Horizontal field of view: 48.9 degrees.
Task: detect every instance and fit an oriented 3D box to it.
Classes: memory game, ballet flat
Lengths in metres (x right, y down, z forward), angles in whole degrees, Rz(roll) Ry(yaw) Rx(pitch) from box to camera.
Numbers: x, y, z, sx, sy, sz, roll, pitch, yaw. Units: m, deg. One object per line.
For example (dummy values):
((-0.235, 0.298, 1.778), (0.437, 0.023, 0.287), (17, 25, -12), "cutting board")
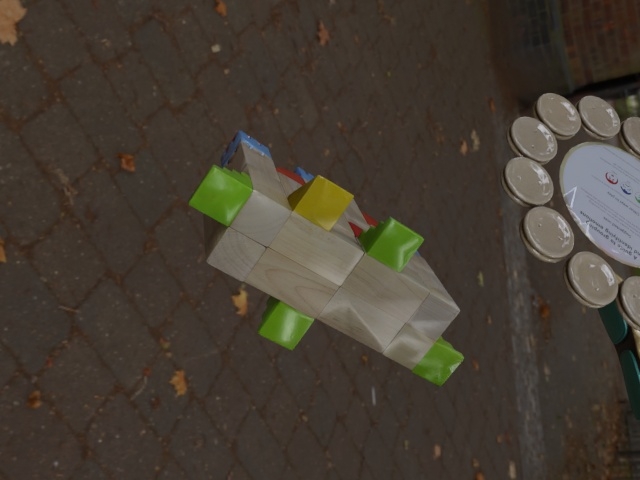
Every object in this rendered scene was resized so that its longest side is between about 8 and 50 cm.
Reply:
((0.203, -0.024, 0.481), (0.186, 0.012, 0.186), (10, 60, -18), "memory game")
((0.453, 0.144, 0.998), (0.080, 0.073, 0.232), (93, -11, -68), "ballet flat")

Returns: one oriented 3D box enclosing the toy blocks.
((0.000, 0.000, 0.895), (0.381, 0.190, 0.261), (30, 15, -21), "toy blocks")
